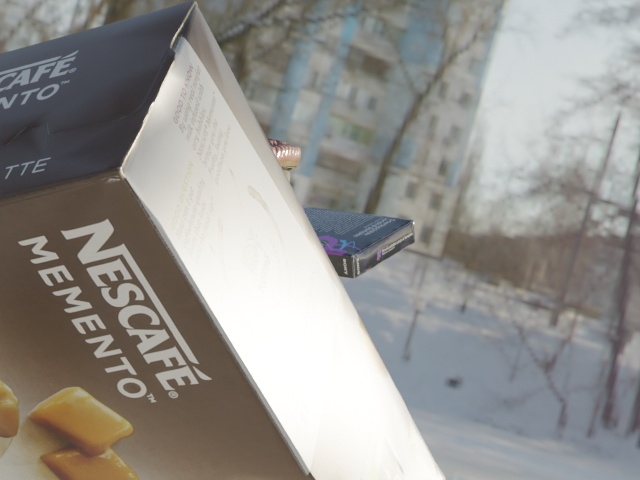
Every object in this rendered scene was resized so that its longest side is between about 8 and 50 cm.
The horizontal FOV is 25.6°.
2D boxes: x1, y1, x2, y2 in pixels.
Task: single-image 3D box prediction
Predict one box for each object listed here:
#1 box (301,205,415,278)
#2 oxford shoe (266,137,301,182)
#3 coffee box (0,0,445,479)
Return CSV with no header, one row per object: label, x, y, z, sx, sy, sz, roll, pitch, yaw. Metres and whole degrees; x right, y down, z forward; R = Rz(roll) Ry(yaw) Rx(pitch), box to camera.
box,0.000,0.000,1.446,0.162,0.029,0.116,6,23,36
oxford shoe,-0.139,0.007,0.952,0.140,0.147,0.397,8,17,29
coffee box,-0.062,0.051,0.522,0.141,0.098,0.246,-11,-53,22
